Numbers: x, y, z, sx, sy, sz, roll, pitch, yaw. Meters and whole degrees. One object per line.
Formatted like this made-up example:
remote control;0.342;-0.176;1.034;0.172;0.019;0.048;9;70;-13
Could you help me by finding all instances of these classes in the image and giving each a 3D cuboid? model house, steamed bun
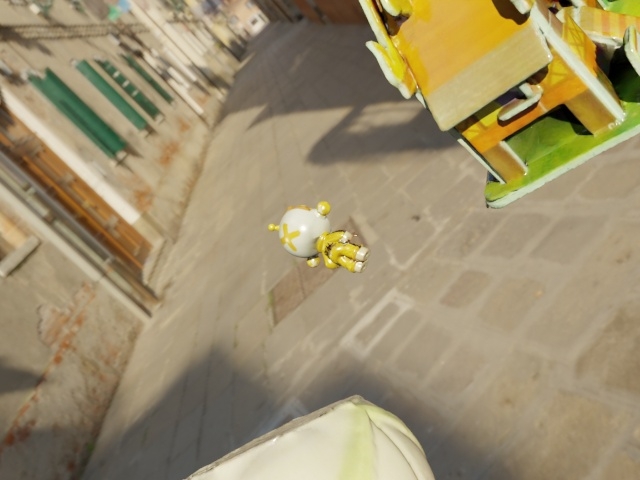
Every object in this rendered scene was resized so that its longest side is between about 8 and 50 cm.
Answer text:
model house;0.190;-0.275;0.794;0.242;0.313;0.358;-29;27;39
steamed bun;0.003;0.339;0.845;0.309;0.309;0.309;-41;15;13

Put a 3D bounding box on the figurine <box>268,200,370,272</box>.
figurine;0.000;0.005;1.117;0.068;0.143;0.101;-35;-12;-50
